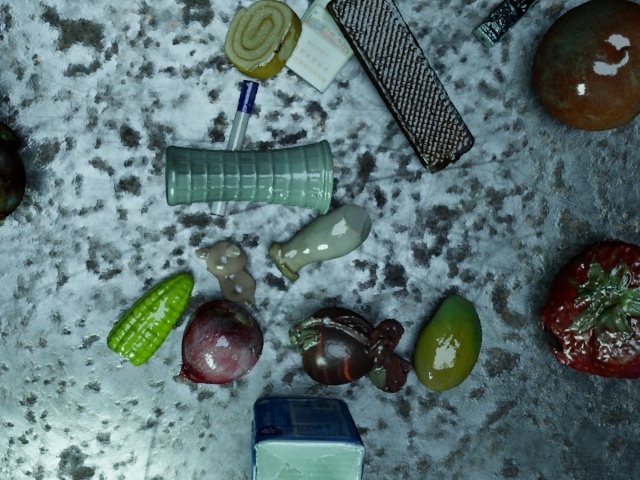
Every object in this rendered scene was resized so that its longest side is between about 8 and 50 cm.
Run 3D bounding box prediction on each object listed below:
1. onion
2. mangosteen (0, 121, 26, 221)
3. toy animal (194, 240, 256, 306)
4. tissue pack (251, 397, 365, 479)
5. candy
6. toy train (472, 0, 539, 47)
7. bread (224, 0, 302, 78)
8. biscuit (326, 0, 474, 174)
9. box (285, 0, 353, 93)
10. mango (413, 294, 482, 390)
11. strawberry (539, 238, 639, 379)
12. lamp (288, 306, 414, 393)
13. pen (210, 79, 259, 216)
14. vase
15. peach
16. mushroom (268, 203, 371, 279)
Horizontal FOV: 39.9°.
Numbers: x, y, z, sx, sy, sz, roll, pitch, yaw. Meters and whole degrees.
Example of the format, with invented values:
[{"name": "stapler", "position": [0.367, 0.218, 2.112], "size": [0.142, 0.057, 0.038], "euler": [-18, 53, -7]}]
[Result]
[{"name": "onion", "position": [-0.205, 0.210, 1.689], "size": [0.159, 0.159, 0.195], "euler": [42, 107, -8]}, {"name": "mangosteen", "position": [-0.644, -0.152, 1.568], "size": [0.231, 0.231, 0.289], "euler": [-1, 90, -5]}, {"name": "toy animal", "position": [-0.170, 0.061, 1.702], "size": [0.083, 0.089, 0.150], "euler": [-32, 107, -4]}, {"name": "tissue pack", "position": [-0.032, 0.399, 1.662], "size": [0.198, 0.263, 0.146], "euler": [3, 97, -5]}, {"name": "candy", "position": [-0.319, 0.144, 1.696], "size": [0.097, 0.097, 0.209], "euler": [41, 87, -8]}, {"name": "toy train", "position": [0.395, -0.471, 1.701], "size": [0.052, 0.051, 0.234], "euler": [44, 88, -9]}, {"name": "bread", "position": [-0.111, -0.379, 1.643], "size": [0.122, 0.073, 0.149], "euler": [29, 92, 17]}, {"name": "biscuit", "position": [0.154, -0.311, 1.670], "size": [0.107, 0.073, 0.388], "euler": [-34, 105, 0]}, {"name": "box", "position": [0.023, -0.404, 1.686], "size": [0.122, 0.032, 0.220], "euler": [36, 93, -8]}, {"name": "mango", "position": [0.255, 0.204, 1.756], "size": [0.130, 0.092, 0.195], "euler": [10, 87, -4]}, {"name": "strawberry", "position": [0.572, 0.144, 1.720], "size": [0.274, 0.220, 0.274], "euler": [-7, 76, 32]}, {"name": "lamp", "position": [0.051, 0.220, 1.702], "size": [0.223, 0.215, 0.151], "euler": [19, 60, 24]}, {"name": "pen", "position": [-0.166, -0.175, 1.698], "size": [0.033, 0.033, 0.269], "euler": [14, 96, -6]}, {"name": "vase", "position": [-0.135, -0.117, 1.634], "size": [0.298, 0.143, 0.143], "euler": [-1, 97, -12]}, {"name": "peach", "position": [0.520, -0.329, 1.639], "size": [0.252, 0.252, 0.252], "euler": [-1, 97, -5]}, {"name": "mushroom", "position": [0.000, 0.001, 1.700], "size": [0.212, 0.097, 0.088], "euler": [-24, 72, 8]}]
